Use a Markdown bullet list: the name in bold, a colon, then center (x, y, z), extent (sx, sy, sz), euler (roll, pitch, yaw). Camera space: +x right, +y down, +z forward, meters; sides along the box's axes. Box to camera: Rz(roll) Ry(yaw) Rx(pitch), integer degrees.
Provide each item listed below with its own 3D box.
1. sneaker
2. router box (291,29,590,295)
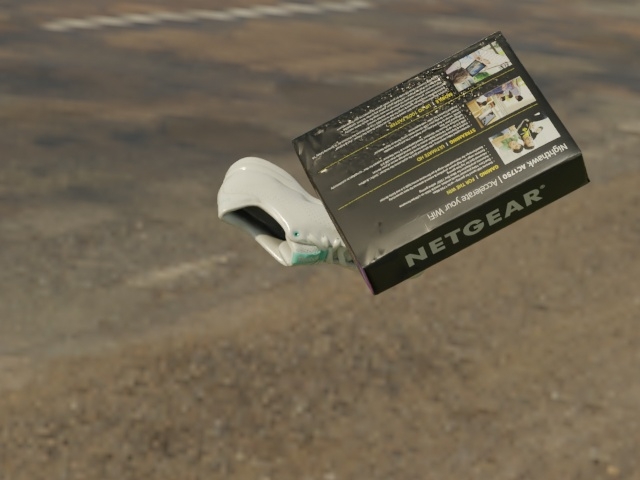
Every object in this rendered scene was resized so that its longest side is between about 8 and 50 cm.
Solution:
- **sneaker**: center (0.000, 0.000, 1.607), extent (0.212, 0.080, 0.094), euler (21, 33, -2)
- **router box**: center (0.086, -0.058, 1.245), extent (0.179, 0.046, 0.133), euler (-28, 55, 0)
